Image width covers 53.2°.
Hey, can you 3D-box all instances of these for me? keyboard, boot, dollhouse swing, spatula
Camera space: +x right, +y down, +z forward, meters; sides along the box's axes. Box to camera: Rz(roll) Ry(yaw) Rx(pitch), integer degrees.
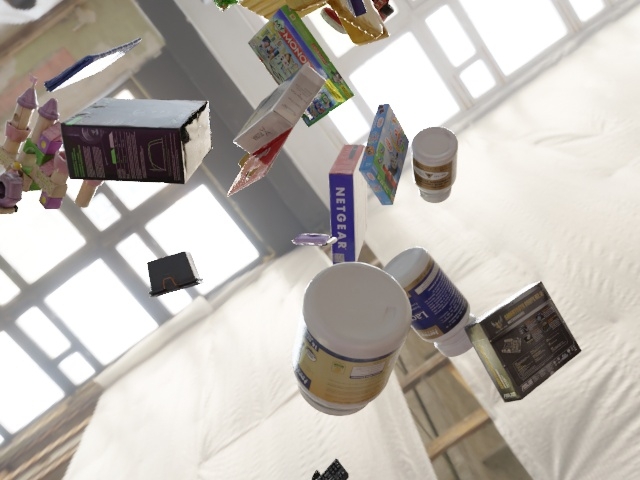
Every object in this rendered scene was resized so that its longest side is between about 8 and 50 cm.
[{"bbox_3d":[-0.009,0.642,1.650,0.180,0.023,0.108,-46,-156,-6],"label":"keyboard"},{"bbox_3d":[0.127,-0.762,2.107,0.244,0.088,0.176,4,142,-43],"label":"boot"},{"bbox_3d":[-0.047,-0.675,1.903,0.305,0.315,0.347,-33,160,28],"label":"dollhouse swing"},{"bbox_3d":[0.000,0.000,1.638,0.084,0.030,0.296,3,180,13],"label":"spatula"}]

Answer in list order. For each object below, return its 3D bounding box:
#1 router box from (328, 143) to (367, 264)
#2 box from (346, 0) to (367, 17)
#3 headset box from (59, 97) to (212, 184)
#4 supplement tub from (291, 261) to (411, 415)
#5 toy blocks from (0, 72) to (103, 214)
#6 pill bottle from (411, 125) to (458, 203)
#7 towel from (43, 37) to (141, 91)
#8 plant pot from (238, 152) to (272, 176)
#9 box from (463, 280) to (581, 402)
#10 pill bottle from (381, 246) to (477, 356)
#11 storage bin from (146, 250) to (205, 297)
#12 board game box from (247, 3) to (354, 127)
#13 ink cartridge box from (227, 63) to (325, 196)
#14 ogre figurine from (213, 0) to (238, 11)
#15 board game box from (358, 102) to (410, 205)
[{"bbox_3d":[0.101,-0.128,2.199,0.082,0.335,0.301,3,-154,12],"label":"router box"},{"bbox_3d":[0.068,-0.606,1.513,0.037,0.136,0.225,-19,-157,8],"label":"box"},{"bbox_3d":[-0.419,-0.235,1.465,0.283,0.131,0.246,3,-154,5],"label":"headset box"},{"bbox_3d":[0.057,0.224,1.389,0.228,0.228,0.316,-50,161,-39],"label":"supplement tub"},{"bbox_3d":[-0.740,-0.254,1.670,0.309,0.289,0.260,-12,139,-59],"label":"toy blocks"},{"bbox_3d":[0.331,-0.211,1.852,0.131,0.131,0.229,-42,151,-15],"label":"pill bottle"},{"bbox_3d":[-0.804,-0.631,2.264,0.243,0.040,0.336,-22,-161,26],"label":"towel"},{"bbox_3d":[-0.206,-0.239,1.972,0.083,0.081,0.081,-31,-169,-2],"label":"plant pot"},{"bbox_3d":[0.443,0.217,1.394,0.231,0.183,0.056,-25,173,-33],"label":"box"},{"bbox_3d":[0.274,0.156,1.579,0.153,0.264,0.153,-38,-163,14],"label":"pill bottle"},{"bbox_3d":[-0.374,0.083,1.609,0.135,0.091,0.098,-17,175,5],"label":"storage bin"},{"bbox_3d":[-0.061,-0.511,1.893,0.046,0.317,0.214,-43,-168,-32],"label":"board game box"},{"bbox_3d":[-0.130,-0.243,1.457,0.261,0.066,0.296,-59,-162,-17],"label":"ink cartridge box"},{"bbox_3d":[-0.267,-0.710,1.780,0.197,0.118,0.096,-15,-151,36],"label":"ogre figurine"},{"bbox_3d":[0.168,-0.222,1.651,0.039,0.160,0.211,0,-121,30],"label":"board game box"}]
